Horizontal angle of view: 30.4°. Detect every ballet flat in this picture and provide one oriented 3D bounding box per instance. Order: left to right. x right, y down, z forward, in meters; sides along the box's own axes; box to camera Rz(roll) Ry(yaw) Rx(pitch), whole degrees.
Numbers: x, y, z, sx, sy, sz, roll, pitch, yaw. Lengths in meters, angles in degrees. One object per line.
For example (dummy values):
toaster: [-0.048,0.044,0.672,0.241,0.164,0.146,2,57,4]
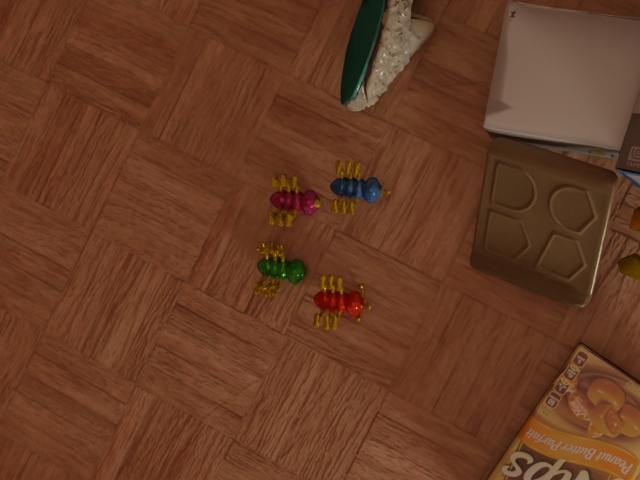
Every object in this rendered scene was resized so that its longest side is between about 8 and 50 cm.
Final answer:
ballet flat: [0.136,-0.404,1.925,0.147,0.147,0.409,11,90,14]

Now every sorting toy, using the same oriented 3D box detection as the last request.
sorting toy: [0.386,-0.015,1.822,0.307,0.041,0.229,22,119,27]

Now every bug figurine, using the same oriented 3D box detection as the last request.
bug figurine: [0.000,0.000,1.960,0.216,0.072,0.279,11,94,20]

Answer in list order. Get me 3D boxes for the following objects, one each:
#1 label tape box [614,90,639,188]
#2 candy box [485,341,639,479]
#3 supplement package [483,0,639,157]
label tape box: [0.569,-0.213,1.720,0.106,0.240,0.334,15,84,40]
candy box: [0.394,0.339,1.841,0.183,0.087,0.316,34,95,13]
supplement package: [0.405,-0.243,1.839,0.262,0.145,0.204,11,90,14]
